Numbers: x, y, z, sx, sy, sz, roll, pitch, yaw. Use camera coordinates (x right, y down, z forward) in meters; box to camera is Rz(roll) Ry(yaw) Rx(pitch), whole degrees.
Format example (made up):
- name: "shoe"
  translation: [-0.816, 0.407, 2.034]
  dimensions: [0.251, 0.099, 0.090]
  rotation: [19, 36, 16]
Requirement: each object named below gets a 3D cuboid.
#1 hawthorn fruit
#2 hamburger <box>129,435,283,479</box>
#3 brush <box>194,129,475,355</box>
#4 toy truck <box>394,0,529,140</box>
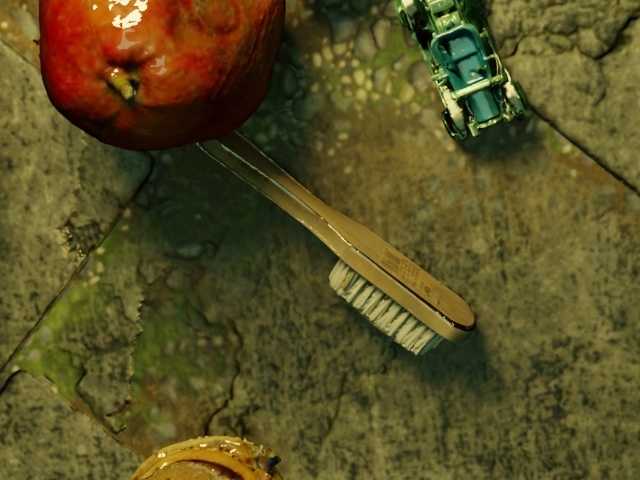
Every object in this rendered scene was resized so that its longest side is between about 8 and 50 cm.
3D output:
- name: "hawthorn fruit"
  translation: [-0.147, -0.176, 1.507]
  dimensions: [0.224, 0.261, 0.224]
  rotation: [6, 113, 13]
- name: "hamburger"
  translation: [-0.107, 0.285, 1.670]
  dimensions: [0.181, 0.118, 0.191]
  rotation: [-17, 95, 13]
- name: "brush"
  translation: [0.000, 0.000, 1.631]
  dimensions: [0.327, 0.070, 0.065]
  rotation: [38, 113, 0]
- name: "toy truck"
  translation: [0.125, -0.167, 1.571]
  dimensions: [0.080, 0.078, 0.154]
  rotation: [-23, 97, 9]
